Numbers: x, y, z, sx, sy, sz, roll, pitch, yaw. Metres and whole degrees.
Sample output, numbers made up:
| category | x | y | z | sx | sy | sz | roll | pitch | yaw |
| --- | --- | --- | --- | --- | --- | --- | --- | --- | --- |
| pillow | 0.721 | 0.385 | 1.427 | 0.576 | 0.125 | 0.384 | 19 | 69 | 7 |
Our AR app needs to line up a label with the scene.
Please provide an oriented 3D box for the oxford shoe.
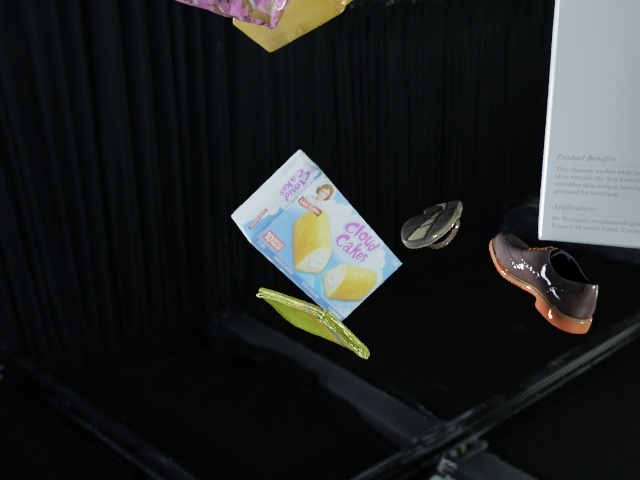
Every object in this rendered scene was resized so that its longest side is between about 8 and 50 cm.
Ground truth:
| category | x | y | z | sx | sy | sz | roll | pitch | yaw |
| --- | --- | --- | --- | --- | --- | --- | --- | --- | --- |
| oxford shoe | 0.388 | 0.045 | 1.264 | 0.097 | 0.098 | 0.271 | 0 | -151 | -24 |

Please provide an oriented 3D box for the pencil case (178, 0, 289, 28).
| category | x | y | z | sx | sy | sz | roll | pitch | yaw |
| --- | --- | --- | --- | --- | --- | --- | --- | --- | --- |
| pencil case | -0.236 | -0.547 | 1.457 | 0.386 | 0.167 | 0.160 | 19 | -178 | 0 |

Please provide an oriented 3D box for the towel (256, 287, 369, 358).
| category | x | y | z | sx | sy | sz | roll | pitch | yaw |
| --- | --- | --- | --- | --- | --- | --- | --- | --- | --- |
| towel | -0.018 | 0.125 | 1.129 | 0.021 | 0.102 | 0.237 | -50 | -156 | -15 |

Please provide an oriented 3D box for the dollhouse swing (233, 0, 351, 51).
| category | x | y | z | sx | sy | sz | roll | pitch | yaw |
| --- | --- | --- | --- | --- | --- | --- | --- | --- | --- |
| dollhouse swing | -0.078 | -0.668 | 1.679 | 0.315 | 0.305 | 0.347 | -17 | -149 | 40 |

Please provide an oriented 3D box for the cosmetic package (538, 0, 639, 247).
| category | x | y | z | sx | sy | sz | roll | pitch | yaw |
| --- | --- | --- | --- | --- | --- | --- | --- | --- | --- |
| cosmetic package | 0.366 | -0.184 | 0.821 | 0.217 | 0.385 | 0.156 | 7 | -176 | 16 |

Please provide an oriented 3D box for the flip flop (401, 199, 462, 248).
| category | x | y | z | sx | sy | sz | roll | pitch | yaw |
| --- | --- | --- | --- | --- | --- | --- | --- | --- | --- |
| flip flop | 0.262 | -0.027 | 1.641 | 0.112 | 0.080 | 0.277 | -9 | -169 | 23 |

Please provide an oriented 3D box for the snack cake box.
| category | x | y | z | sx | sy | sz | roll | pitch | yaw |
| --- | --- | --- | --- | --- | --- | --- | --- | --- | --- |
| snack cake box | 0.000 | 0.000 | 1.186 | 0.152 | 0.264 | 0.089 | -43 | -139 | 2 |
